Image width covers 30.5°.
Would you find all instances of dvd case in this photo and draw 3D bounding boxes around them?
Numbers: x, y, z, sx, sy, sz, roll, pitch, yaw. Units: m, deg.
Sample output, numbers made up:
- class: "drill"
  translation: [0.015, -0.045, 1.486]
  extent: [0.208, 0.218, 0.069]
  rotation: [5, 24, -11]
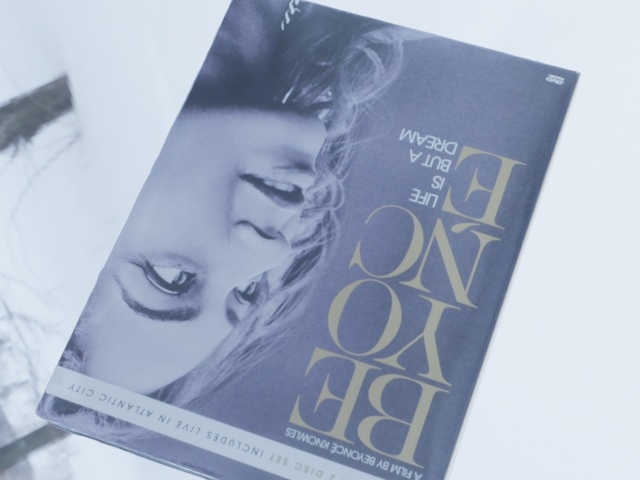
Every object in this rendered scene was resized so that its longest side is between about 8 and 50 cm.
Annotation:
- class: "dvd case"
  translation: [0.000, 0.000, 0.497]
  extent: [0.165, 0.221, 0.018]
  rotation: [17, 159, 12]
